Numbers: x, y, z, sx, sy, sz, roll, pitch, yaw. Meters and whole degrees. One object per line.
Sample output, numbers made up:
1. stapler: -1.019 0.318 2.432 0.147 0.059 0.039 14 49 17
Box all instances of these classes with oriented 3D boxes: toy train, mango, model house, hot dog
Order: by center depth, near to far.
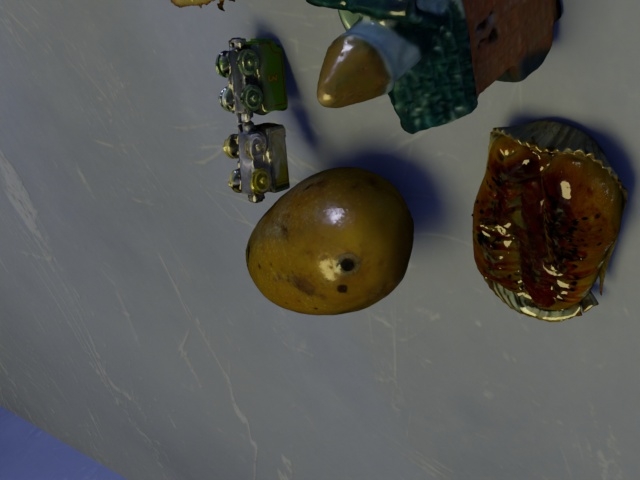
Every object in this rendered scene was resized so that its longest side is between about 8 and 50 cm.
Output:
1. model house: 0.061 -0.210 0.863 0.185 0.291 0.253 17 140 31
2. hot dog: 0.232 -0.014 1.089 0.163 0.082 0.270 31 148 25
3. toy train: -0.078 -0.148 1.251 0.060 0.081 0.202 12 113 45
4. mango: -0.006 0.001 1.285 0.330 0.177 0.175 -3 98 57

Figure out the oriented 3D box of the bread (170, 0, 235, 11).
1. bread: -0.090 -0.323 1.047 0.229 0.139 0.143 6 134 47
